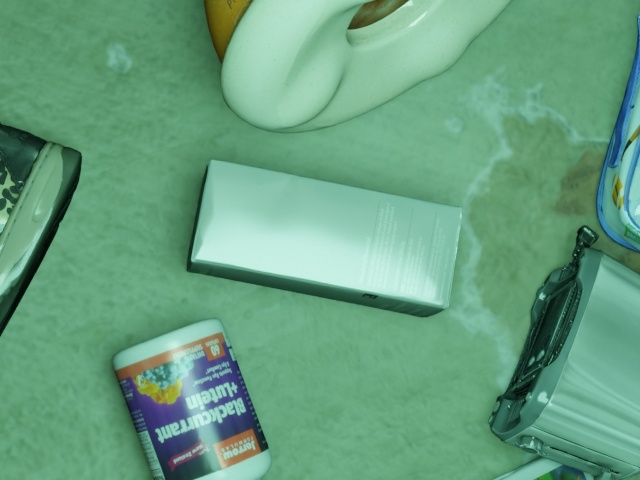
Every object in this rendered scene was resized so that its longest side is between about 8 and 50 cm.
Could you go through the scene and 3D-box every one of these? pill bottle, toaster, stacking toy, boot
[{"bbox_3d":[-0.108,0.176,1.470,0.108,0.108,0.193,-21,87,-8],"label":"pill bottle"},{"bbox_3d":[0.264,0.113,1.502,0.146,0.129,0.227,28,64,-7],"label":"toaster"},{"bbox_3d":[-0.045,-0.369,1.464,0.351,0.350,0.480,-33,73,-8],"label":"stacking toy"},{"bbox_3d":[-0.415,0.020,1.436,0.284,0.138,0.377,30,78,-4],"label":"boot"}]

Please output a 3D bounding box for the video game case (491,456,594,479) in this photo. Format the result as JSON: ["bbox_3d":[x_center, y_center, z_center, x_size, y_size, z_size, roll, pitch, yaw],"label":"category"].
[{"bbox_3d":[0.180,0.387,1.462,0.300,0.036,0.329,-20,86,-32],"label":"video game case"}]

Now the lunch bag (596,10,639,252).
[{"bbox_3d":[0.398,-0.118,1.553,0.243,0.115,0.303,16,84,-2],"label":"lunch bag"}]

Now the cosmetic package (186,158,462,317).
[{"bbox_3d":[0.000,0.000,1.490,0.238,0.127,0.107,8,83,-4],"label":"cosmetic package"}]
